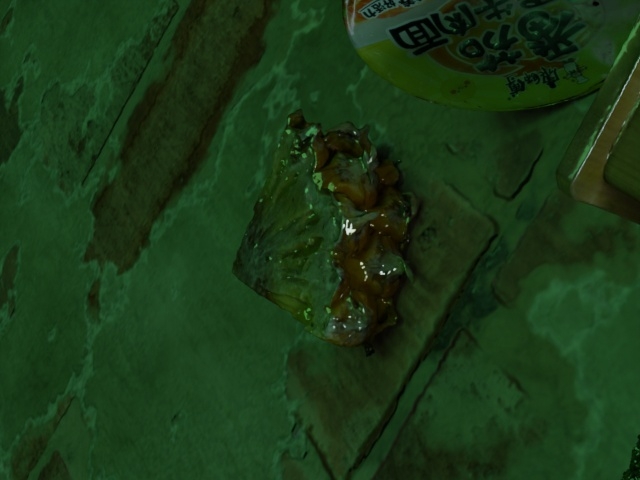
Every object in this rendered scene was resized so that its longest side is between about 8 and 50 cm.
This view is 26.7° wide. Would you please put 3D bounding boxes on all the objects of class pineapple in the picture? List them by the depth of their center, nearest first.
[{"bbox_3d":[0.000,0.000,1.300,0.186,0.114,0.236,-21,61,46],"label":"pineapple"}]

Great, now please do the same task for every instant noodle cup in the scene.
[{"bbox_3d":[0.153,-0.261,1.124,0.264,0.264,0.200,-29,43,42],"label":"instant noodle cup"}]

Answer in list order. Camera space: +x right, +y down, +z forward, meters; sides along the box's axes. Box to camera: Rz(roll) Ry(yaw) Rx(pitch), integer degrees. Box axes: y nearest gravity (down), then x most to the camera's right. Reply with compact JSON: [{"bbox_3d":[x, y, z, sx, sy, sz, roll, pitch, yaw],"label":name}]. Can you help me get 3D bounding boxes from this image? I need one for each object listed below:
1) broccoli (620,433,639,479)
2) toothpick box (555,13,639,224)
[{"bbox_3d":[0.266,0.166,0.864,0.162,0.138,0.146,-46,73,10],"label":"broccoli"},{"bbox_3d":[0.336,-0.034,0.831,0.308,0.190,0.187,39,105,47],"label":"toothpick box"}]
